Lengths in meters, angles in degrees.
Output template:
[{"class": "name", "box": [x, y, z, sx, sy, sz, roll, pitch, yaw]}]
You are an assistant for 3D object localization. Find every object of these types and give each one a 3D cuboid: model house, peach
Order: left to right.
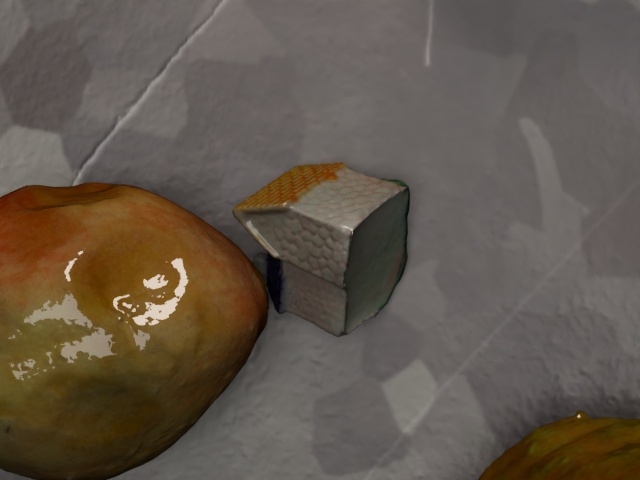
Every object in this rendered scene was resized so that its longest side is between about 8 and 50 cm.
[{"class": "peach", "box": [-0.150, 0.063, 1.311, 0.235, 0.214, 0.214, -9, 91, -5]}, {"class": "model house", "box": [0.000, 0.000, 1.357, 0.100, 0.088, 0.101, 21, 127, 26]}]

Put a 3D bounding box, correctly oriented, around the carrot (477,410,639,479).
[{"class": "carrot", "box": [0.230, 0.250, 1.256, 0.241, 0.340, 0.242, -4, 102, -18]}]
